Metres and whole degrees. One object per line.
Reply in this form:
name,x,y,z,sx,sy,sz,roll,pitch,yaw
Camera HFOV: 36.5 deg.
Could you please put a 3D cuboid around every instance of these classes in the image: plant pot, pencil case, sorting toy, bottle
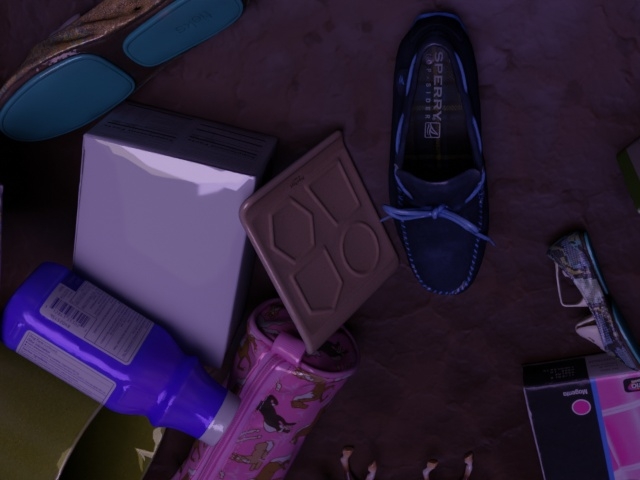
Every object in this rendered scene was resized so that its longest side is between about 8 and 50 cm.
plant pot,-0.393,0.227,1.288,0.293,0.275,0.275,24,116,16
pencil case,-0.093,0.255,1.276,0.160,0.167,0.386,20,115,-21
sorting toy,0.000,0.000,1.153,0.038,0.193,0.208,-2,119,44
bottle,-0.226,0.137,1.117,0.283,0.118,0.092,33,116,-7

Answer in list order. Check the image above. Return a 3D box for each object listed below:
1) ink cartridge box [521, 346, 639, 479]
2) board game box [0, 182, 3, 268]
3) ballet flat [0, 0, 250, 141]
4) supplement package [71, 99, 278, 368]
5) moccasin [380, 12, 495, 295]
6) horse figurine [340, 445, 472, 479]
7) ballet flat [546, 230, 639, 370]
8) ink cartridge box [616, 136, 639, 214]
ink cartridge box,0.390,0.320,1.290,0.175,0.069,0.371,-11,114,14
board game box,-0.435,-0.040,1.132,0.056,0.347,0.208,-1,117,-32
ballet flat,-0.235,-0.234,1.118,0.348,0.123,0.123,-28,107,18
supplement package,-0.182,-0.008,1.189,0.204,0.145,0.262,14,116,3
moccasin,0.124,-0.083,1.120,0.137,0.117,0.342,-6,113,12
horse figurine,0.113,0.378,1.358,0.263,0.066,0.174,0,108,7
ballet flat,0.331,0.080,1.185,0.070,0.070,0.188,-24,93,18
ink cartridge box,0.450,-0.109,1.016,0.097,0.189,0.255,45,113,-10
